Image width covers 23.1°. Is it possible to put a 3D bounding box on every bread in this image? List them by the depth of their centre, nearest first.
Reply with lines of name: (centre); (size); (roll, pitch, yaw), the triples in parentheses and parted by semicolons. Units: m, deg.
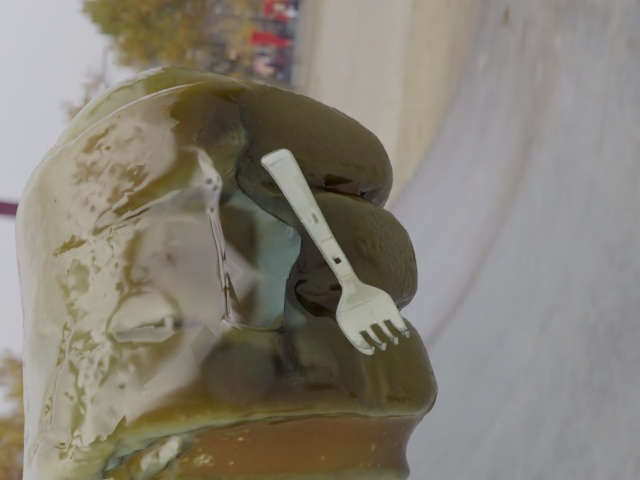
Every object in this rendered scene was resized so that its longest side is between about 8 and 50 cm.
bread: (-0.065, 0.018, 1.136); (0.210, 0.300, 0.341); (134, 137, -58)

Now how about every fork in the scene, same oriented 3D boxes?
fork: (0.002, 0.004, 0.924); (0.028, 0.034, 0.219); (61, 178, -39)
